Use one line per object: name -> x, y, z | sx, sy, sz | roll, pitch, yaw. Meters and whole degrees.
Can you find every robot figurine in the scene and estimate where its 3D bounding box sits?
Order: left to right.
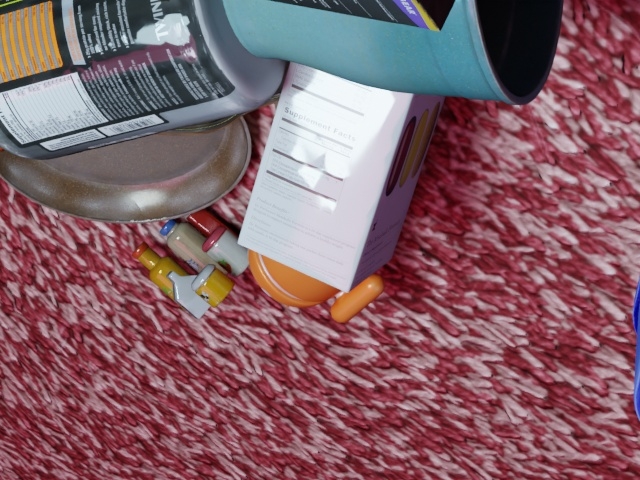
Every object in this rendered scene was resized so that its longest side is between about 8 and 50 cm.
robot figurine -> 0.001, 0.002, 2.046 | 0.158, 0.128, 0.219 | 31, 144, -19

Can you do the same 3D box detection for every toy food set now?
toy food set -> -0.155, 0.019, 2.181 | 0.104, 0.111, 0.232 | 41, 173, -7

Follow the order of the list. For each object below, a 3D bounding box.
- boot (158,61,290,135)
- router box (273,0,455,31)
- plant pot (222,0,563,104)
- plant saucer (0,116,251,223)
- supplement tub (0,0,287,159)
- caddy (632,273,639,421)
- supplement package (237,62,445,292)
boot -> -0.103, -0.182, 1.917 | 0.219, 0.082, 0.106 | -14, 122, -9
router box -> 0.045, -0.330, 1.431 | 0.243, 0.309, 0.081 | 16, 163, 36
plant pot -> 0.057, -0.252, 1.590 | 0.255, 0.271, 0.271 | 0, 131, 23
plant saucer -> -0.233, -0.127, 2.066 | 0.311, 0.050, 0.310 | 1, 144, 1
supplement tub -> -0.220, -0.198, 1.797 | 0.338, 0.207, 0.207 | -11, 124, 26
caddy -> 0.431, 0.067, 1.758 | 0.241, 0.179, 0.341 | 9, 136, 7
supplement package -> 0.029, -0.095, 1.844 | 0.134, 0.139, 0.244 | 24, 113, 15
